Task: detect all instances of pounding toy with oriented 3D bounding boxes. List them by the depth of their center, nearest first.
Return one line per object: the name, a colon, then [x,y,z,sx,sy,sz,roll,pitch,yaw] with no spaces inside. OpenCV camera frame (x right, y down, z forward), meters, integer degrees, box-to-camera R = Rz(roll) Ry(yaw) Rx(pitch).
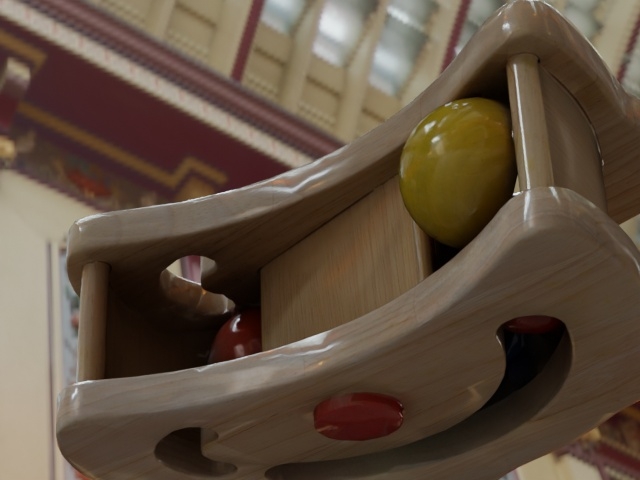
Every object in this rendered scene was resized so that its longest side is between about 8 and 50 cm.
pounding toy: [0.000,0.000,0.528,0.154,0.154,0.269,17,-36,-28]
